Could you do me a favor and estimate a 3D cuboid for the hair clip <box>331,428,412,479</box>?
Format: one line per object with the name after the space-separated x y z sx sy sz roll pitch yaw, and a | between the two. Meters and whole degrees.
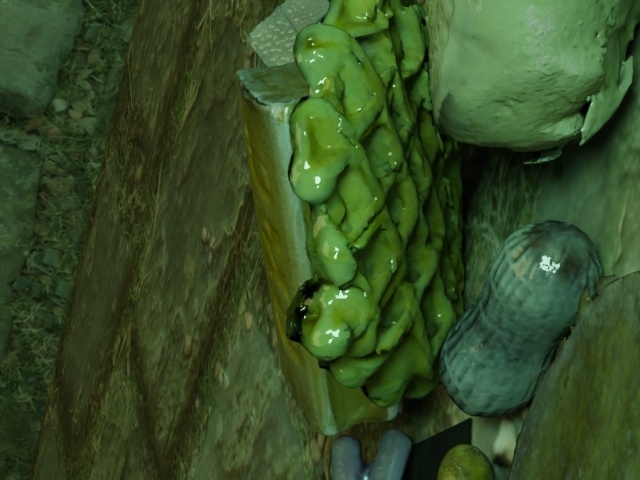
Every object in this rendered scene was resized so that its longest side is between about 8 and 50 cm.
0.032 0.279 1.115 0.137 0.090 0.278 -13 70 35 | hair clip

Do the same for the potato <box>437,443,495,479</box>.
0.103 0.186 1.015 0.046 0.045 0.092 140 133 -66 | potato

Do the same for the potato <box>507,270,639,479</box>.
0.176 0.092 0.754 0.243 0.098 0.138 134 146 -71 | potato

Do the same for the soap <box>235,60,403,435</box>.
0.000 0.000 1.194 0.173 0.089 0.274 -130 30 -70 | soap

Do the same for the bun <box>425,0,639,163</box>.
0.136 -0.166 0.926 0.239 0.141 0.239 1 -90 -85 | bun

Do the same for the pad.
0.077 0.214 1.153 0.193 0.004 0.116 136 140 -63 | pad

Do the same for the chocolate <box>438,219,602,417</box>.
0.129 0.055 0.964 0.072 0.072 0.167 -99 27 -45 | chocolate

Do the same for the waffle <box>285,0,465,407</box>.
0.054 -0.033 1.032 0.317 0.073 0.297 28 -116 -64 | waffle

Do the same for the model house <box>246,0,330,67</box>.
0.000 -0.193 1.499 0.101 0.088 0.100 -43 54 10 | model house
